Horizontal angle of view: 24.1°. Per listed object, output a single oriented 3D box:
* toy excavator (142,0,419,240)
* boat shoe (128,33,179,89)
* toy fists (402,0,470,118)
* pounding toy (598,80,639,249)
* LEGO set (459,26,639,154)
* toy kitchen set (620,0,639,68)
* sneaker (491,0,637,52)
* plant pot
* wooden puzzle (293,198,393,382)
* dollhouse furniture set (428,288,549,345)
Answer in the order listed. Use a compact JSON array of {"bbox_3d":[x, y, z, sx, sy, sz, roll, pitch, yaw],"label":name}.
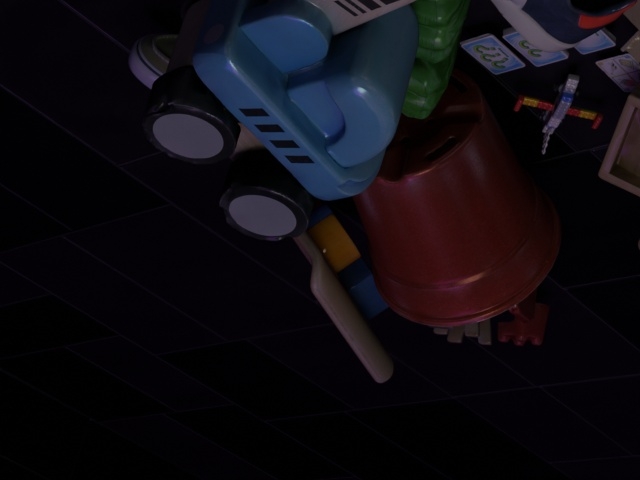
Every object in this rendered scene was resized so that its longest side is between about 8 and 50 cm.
[{"bbox_3d":[0.013,-0.232,1.561,0.445,0.222,0.433,-13,137,34],"label":"toy excavator"},{"bbox_3d":[-0.101,-0.227,1.993,0.302,0.109,0.094,13,139,-16],"label":"boat shoe"},{"bbox_3d":[0.121,-0.251,1.761,0.096,0.142,0.279,14,153,2],"label":"toy fists"},{"bbox_3d":[0.444,-0.080,1.843,0.181,0.094,0.206,27,132,15],"label":"pounding toy"},{"bbox_3d":[0.311,-0.189,1.865,0.182,0.060,0.244,-11,147,40],"label":"LEGO set"},{"bbox_3d":[0.387,-0.255,1.749,0.068,0.075,0.083,49,116,12],"label":"toy kitchen set"},{"bbox_3d":[0.207,-0.330,1.596,0.350,0.131,0.148,25,151,-36],"label":"sneaker"},{"bbox_3d":[0.154,-0.072,1.982,0.272,0.272,0.265,0,142,27],"label":"plant pot"},{"bbox_3d":[0.000,0.000,2.168,0.080,0.348,0.322,-31,142,1],"label":"wooden puzzle"},{"bbox_3d":[0.257,0.062,2.330,0.201,0.152,0.374,4,168,21],"label":"dollhouse furniture set"}]
